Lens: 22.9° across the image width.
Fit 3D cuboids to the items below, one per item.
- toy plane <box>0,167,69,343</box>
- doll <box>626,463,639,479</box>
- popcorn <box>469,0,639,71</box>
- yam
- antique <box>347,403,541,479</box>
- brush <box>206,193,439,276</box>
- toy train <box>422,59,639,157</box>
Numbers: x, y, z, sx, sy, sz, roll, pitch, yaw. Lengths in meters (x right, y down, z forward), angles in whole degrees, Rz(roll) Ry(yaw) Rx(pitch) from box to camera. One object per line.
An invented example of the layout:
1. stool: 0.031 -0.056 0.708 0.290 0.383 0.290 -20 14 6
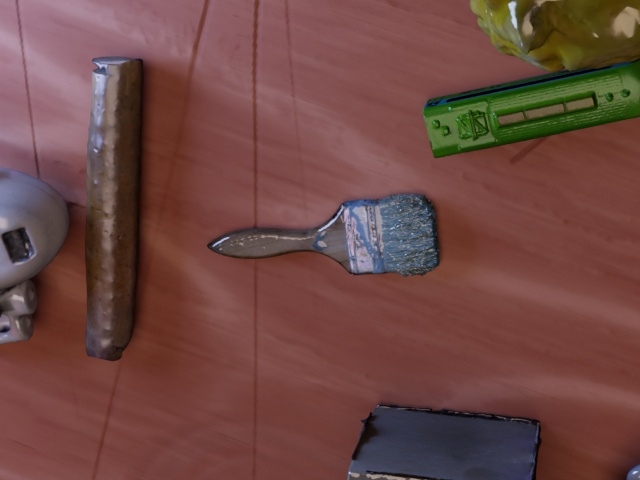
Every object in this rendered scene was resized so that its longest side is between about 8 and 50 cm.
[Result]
1. toy plane: -0.328 -0.007 1.316 0.252 0.118 0.252 5 125 7
2. doll: 0.265 0.242 1.282 0.096 0.070 0.195 17 117 -9
3. popcorn: 0.175 -0.235 1.077 0.249 0.225 0.249 4 113 10
4. yam: -0.173 -0.024 1.313 0.046 0.046 0.263 8 109 11
5. antique: 0.098 0.224 1.270 0.147 0.152 0.147 4 105 10
6. brush: 0.000 0.000 1.296 0.196 0.021 0.070 -2 107 16
7. toy train: 0.185 -0.105 1.208 0.209 0.042 0.044 -11 104 16
